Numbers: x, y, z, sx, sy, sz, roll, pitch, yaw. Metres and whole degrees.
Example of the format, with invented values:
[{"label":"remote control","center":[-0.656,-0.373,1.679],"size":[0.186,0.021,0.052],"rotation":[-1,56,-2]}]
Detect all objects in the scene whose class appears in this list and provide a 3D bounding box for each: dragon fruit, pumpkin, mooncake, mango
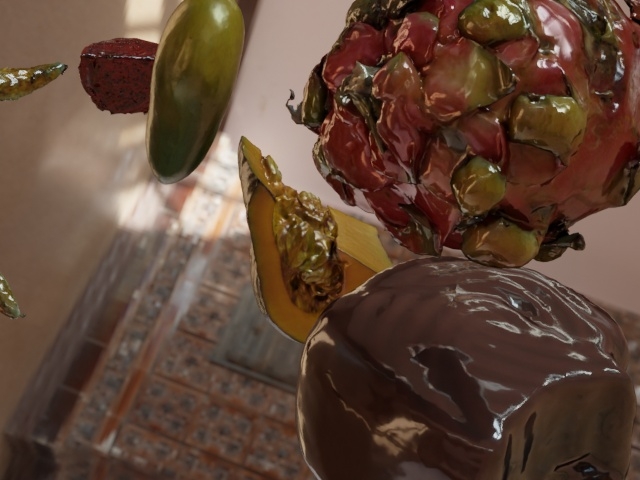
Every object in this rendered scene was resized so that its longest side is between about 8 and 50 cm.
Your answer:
[{"label":"dragon fruit","center":[-0.295,-0.247,1.905],"size":[0.083,0.162,0.106],"rotation":[57,-38,46]},{"label":"pumpkin","center":[0.000,0.001,1.636],"size":[0.139,0.190,0.280],"rotation":[-105,-172,-57]},{"label":"dragon fruit","center":[0.123,-0.099,0.940],"size":[0.250,0.269,0.291],"rotation":[-61,177,23]},{"label":"mooncake","center":[0.139,0.148,1.208],"size":[0.334,0.326,0.174],"rotation":[-101,-162,-61]},{"label":"mango","center":[-0.141,-0.170,1.394],"size":[0.237,0.091,0.137],"rotation":[117,-8,-51]}]

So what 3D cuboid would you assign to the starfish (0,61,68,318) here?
[{"label":"starfish","center":[-0.359,-0.028,0.859],"size":[0.078,0.347,0.357],"rotation":[120,-10,-80]}]
